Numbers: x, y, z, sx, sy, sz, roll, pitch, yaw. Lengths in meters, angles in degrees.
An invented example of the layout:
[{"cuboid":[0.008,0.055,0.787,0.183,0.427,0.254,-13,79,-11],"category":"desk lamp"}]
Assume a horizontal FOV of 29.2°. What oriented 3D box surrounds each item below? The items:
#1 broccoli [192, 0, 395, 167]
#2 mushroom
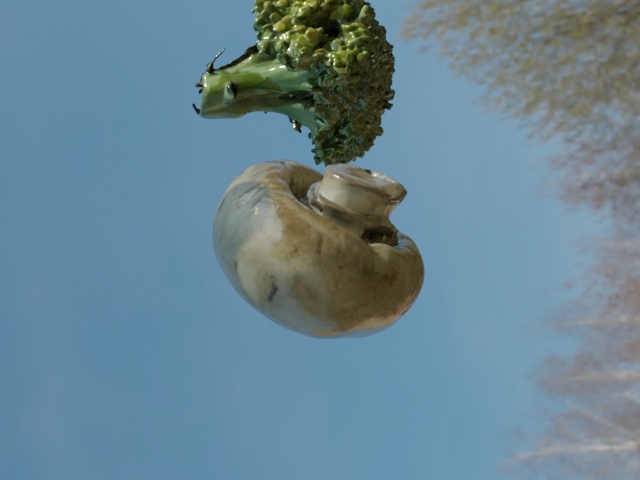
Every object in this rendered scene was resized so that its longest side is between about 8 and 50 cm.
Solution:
[{"cuboid":[-0.011,-0.197,1.579,0.273,0.180,0.242,-24,-50,-16],"category":"broccoli"},{"cuboid":[0.000,0.000,0.919,0.166,0.166,0.127,6,-67,-58],"category":"mushroom"}]
